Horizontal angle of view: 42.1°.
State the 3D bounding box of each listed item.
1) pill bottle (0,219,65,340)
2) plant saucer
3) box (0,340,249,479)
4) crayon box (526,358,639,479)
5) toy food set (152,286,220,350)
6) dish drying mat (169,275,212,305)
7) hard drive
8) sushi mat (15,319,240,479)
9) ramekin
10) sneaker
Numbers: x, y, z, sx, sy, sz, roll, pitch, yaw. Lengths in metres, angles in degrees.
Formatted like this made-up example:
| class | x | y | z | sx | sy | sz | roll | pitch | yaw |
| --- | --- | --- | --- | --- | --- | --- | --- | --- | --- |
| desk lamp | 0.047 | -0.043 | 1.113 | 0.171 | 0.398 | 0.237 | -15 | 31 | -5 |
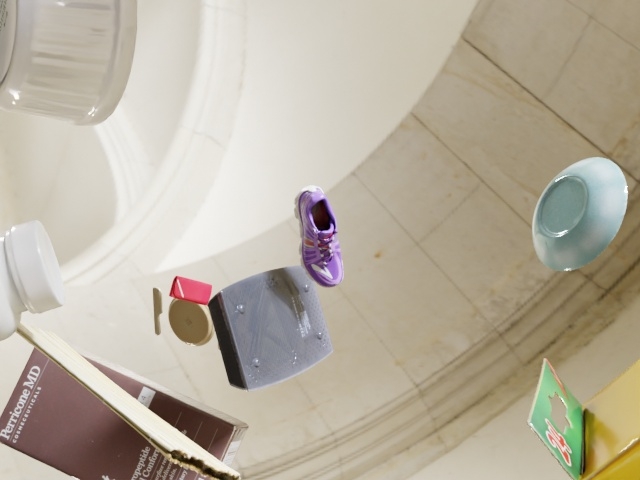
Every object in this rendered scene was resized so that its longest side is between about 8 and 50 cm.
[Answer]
| class | x | y | z | sx | sy | sz | roll | pitch | yaw |
| --- | --- | --- | --- | --- | --- | --- | --- | --- | --- |
| pill bottle | -0.357 | 0.051 | 0.784 | 0.117 | 0.208 | 0.117 | 163 | -90 | -81 |
| plant saucer | 0.396 | -0.048 | 1.321 | 0.195 | 0.037 | 0.195 | -42 | -143 | 43 |
| box | -0.338 | 0.327 | 1.430 | 0.381 | 0.143 | 0.191 | 21 | -99 | 10 |
| crayon box | 0.294 | 0.210 | 0.619 | 0.081 | 0.202 | 0.318 | -44 | -98 | 17 |
| toy food set | -0.278 | 0.167 | 1.821 | 0.192 | 0.038 | 0.132 | 11 | -71 | 25 |
| dish drying mat | -0.182 | 0.071 | 1.176 | 0.008 | 0.083 | 0.032 | 9 | -97 | 32 |
| hard drive | -0.077 | 0.135 | 1.321 | 0.054 | 0.255 | 0.172 | -17 | -92 | 31 |
| sushi mat | -0.226 | 0.152 | 0.864 | 0.317 | 0.151 | 0.019 | 29 | -103 | 29 |
| ramekin | -0.333 | -0.271 | 0.982 | 0.273 | 0.127 | 0.272 | 9 | -78 | 51 |
| sneaker | 0.000 | 0.000 | 1.294 | 0.071 | 0.068 | 0.169 | -143 | -145 | -65 |
